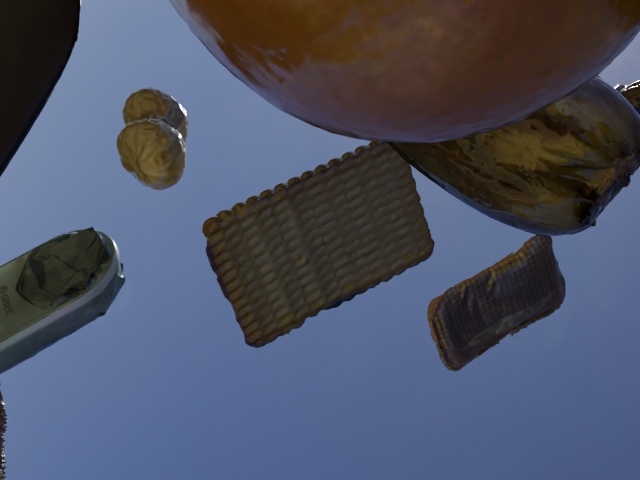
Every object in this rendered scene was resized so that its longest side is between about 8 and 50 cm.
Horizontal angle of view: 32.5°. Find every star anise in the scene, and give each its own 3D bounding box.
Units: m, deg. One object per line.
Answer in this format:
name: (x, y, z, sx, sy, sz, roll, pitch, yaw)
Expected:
star anise: (0.386, -0.175, 1.497, 0.212, 0.053, 0.157, -42, -167, 28)

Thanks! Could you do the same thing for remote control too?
remote control: (-0.283, 0.072, 0.956, 0.247, 0.052, 0.104, -30, -140, -7)

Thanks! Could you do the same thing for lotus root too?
lotus root: (0.151, -0.114, 0.980, 0.275, 0.160, 0.152, 41, -51, 18)

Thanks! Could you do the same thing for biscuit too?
biscuit: (0.000, 0.000, 1.239, 0.029, 0.254, 0.172, 45, -22, 57)

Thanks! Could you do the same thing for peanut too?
peanut: (-0.198, -0.125, 1.301, 0.082, 0.082, 0.187, -56, -157, 28)

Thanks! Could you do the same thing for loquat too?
loquat: (0.052, -0.212, 0.587, 0.328, 0.328, 0.328, -28, -125, 50)

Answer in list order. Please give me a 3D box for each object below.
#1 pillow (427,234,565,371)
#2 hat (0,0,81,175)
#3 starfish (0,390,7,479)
pillow: (0.238, 0.085, 1.476, 0.211, 0.135, 0.034, -32, -143, -11)
hat: (-0.307, -0.077, 0.644, 0.238, 0.209, 0.336, 29, -80, 36)
starfish: (-0.246, 0.189, 0.789, 0.240, 0.043, 0.227, 118, -39, -79)
